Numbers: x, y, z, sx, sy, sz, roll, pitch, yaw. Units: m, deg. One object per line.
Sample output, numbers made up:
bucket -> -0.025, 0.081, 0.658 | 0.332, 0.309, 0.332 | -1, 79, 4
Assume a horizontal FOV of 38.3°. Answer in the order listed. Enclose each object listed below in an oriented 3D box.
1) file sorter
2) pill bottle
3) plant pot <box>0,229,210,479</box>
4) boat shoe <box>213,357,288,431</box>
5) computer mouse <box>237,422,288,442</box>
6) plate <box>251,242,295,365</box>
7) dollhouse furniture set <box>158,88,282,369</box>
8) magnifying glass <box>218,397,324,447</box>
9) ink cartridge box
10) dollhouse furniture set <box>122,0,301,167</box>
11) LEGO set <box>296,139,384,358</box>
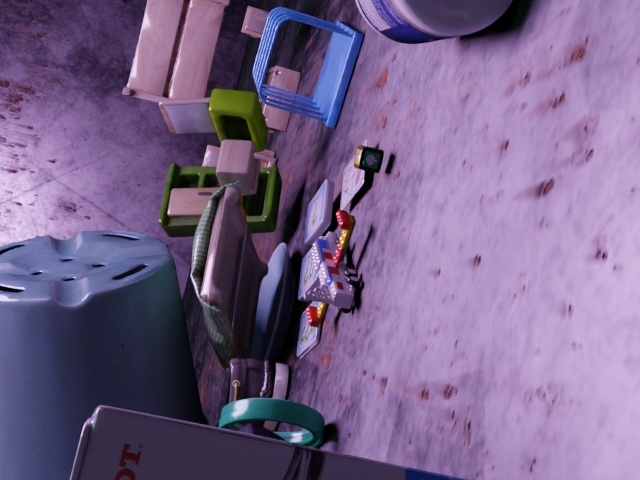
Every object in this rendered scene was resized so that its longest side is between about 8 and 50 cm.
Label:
file sorter -> -0.023, -0.227, 1.175 | 0.170, 0.104, 0.118 | -112, 37, -71
pill bottle -> 0.076, -0.193, 0.675 | 0.169, 0.094, 0.094 | -133, 59, -77
plant pot -> -0.296, 0.180, 1.149 | 0.341, 0.341, 0.334 | -109, 16, -70
boat shoe -> -0.100, 0.230, 1.056 | 0.081, 0.069, 0.227 | -99, 26, -64
computer mouse -> -0.038, 0.268, 0.738 | 0.188, 0.072, 0.272 | -106, 20, -65
plate -> -0.060, 0.096, 1.152 | 0.188, 0.024, 0.188 | -166, 90, -80
dollhouse furniture set -> -0.152, -0.009, 1.117 | 0.197, 0.151, 0.301 | 75, -162, -57
magnifying glass -> -0.050, 0.191, 0.861 | 0.231, 0.092, 0.026 | 103, 172, -60
ink cartridge box -> -0.034, 0.175, 0.464 | 0.086, 0.203, 0.148 | 144, 139, -72
dollhouse furniture set -> -0.231, -0.269, 1.600 | 0.174, 0.355, 0.303 | -144, 68, -79
LEGO set -> 0.000, 0.000, 0.904 | 0.244, 0.060, 0.182 | 130, 149, -64
